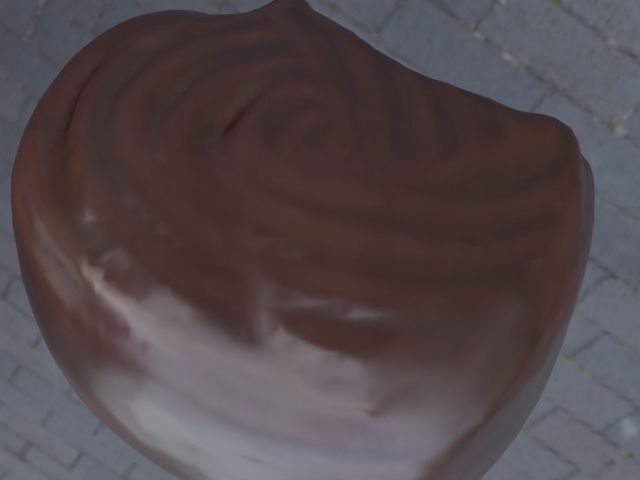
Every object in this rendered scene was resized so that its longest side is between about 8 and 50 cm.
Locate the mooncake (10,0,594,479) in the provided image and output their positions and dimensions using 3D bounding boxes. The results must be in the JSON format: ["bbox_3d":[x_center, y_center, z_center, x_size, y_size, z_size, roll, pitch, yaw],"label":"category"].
[{"bbox_3d":[0.000,0.000,0.765,0.174,0.333,0.326,88,159,-57],"label":"mooncake"}]
